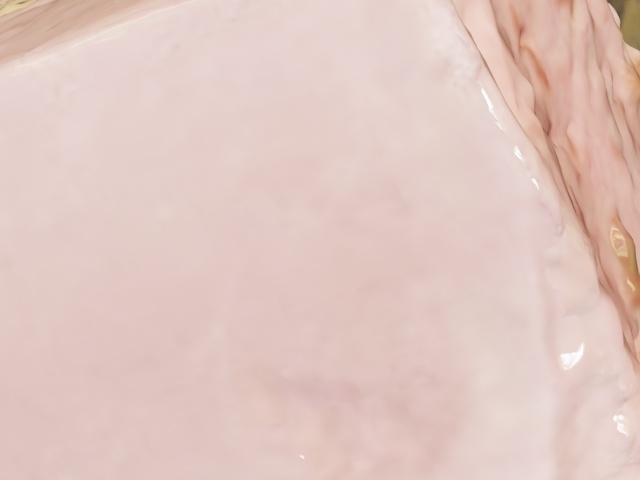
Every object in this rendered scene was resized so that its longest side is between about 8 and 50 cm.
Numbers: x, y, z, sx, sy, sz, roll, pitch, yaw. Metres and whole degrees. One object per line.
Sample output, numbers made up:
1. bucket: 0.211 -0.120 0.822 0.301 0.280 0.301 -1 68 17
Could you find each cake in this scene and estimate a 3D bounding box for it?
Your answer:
1. cake: 0.000 0.000 0.558 0.293 0.307 0.314 -20 106 23
